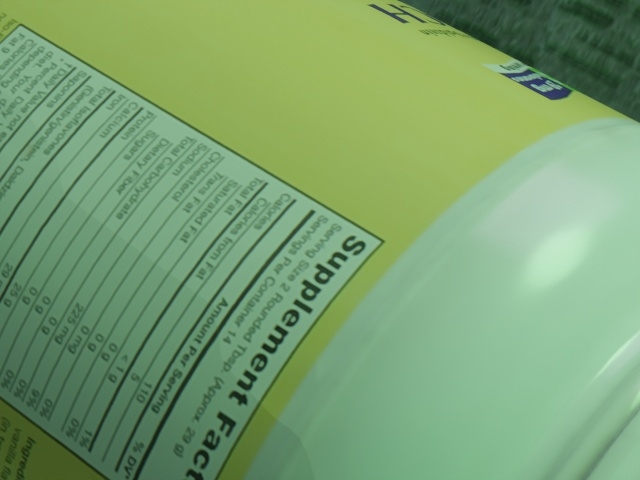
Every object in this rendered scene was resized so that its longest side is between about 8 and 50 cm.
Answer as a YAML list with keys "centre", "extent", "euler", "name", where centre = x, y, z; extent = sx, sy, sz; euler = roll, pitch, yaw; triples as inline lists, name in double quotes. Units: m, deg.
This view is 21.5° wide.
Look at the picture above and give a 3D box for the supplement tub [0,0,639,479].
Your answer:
- centre: [-0.015, 0.038, 0.528]
  extent: [0.331, 0.241, 0.241]
  euler: [31, 8, 27]
  name: "supplement tub"
